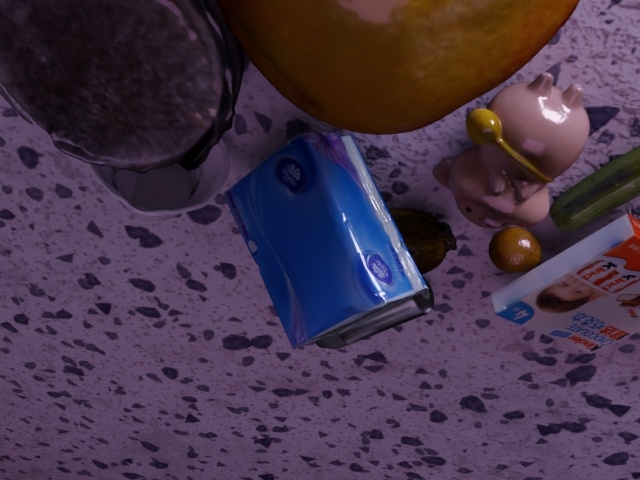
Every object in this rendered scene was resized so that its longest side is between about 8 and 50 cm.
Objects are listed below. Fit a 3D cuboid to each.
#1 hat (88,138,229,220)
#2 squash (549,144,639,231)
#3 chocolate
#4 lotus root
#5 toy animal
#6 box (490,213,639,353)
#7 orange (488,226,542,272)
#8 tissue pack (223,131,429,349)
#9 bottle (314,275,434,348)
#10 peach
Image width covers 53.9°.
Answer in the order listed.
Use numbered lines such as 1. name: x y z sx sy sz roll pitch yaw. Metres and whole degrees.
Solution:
1. hat: -0.249 -0.102 0.968 0.203 0.203 0.126 22 153 -10
2. squash: 0.432 -0.084 0.900 0.066 0.066 0.229 35 131 -22
3. chocolate: -0.222 -0.257 0.758 0.303 0.213 0.303 6 134 6
4. lotus root: 0.114 0.007 1.018 0.209 0.120 0.120 -2 134 12
5. toy animal: 0.262 -0.116 0.853 0.165 0.149 0.248 30 142 4
6. box: 0.471 0.087 1.039 0.273 0.048 0.265 21 137 -29
7. orange: 0.315 0.016 1.017 0.085 0.085 0.085 6 135 6
8. tissue pack: 0.000 0.000 0.929 0.198 0.146 0.263 -32 76 36
9. bottle: 0.096 0.139 1.189 0.253 0.079 0.096 -28 162 31
10. peach: 0.071 -0.277 0.604 0.372 0.290 0.373 -10 142 -8
